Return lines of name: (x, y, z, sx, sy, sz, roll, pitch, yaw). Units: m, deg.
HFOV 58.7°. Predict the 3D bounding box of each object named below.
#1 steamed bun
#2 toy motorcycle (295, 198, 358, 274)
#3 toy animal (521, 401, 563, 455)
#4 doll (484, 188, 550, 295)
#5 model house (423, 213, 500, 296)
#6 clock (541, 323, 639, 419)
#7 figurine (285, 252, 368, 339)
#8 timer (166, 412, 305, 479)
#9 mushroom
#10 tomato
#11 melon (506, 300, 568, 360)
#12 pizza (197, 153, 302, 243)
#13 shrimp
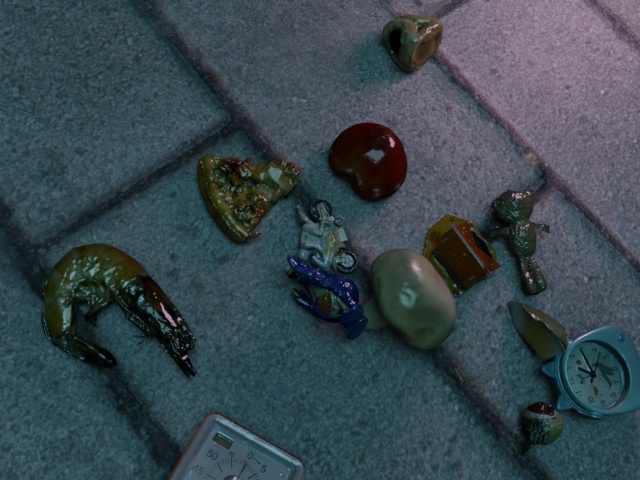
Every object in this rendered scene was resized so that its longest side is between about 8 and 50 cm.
steamed bun: (0.271, -0.629, 1.762, 0.155, 0.141, 0.172, 40, 65, 20)
toy motorcycle: (0.000, 0.000, 1.513, 0.151, 0.074, 0.228, -23, 78, -13)
toy animal: (0.540, 0.467, 1.429, 0.137, 0.098, 0.098, -41, 81, 2)
doll: (0.577, -0.003, 1.610, 0.203, 0.091, 0.286, -35, 81, -9)
model house: (0.390, 0.014, 1.538, 0.207, 0.136, 0.219, -29, 77, -16)
clock: (0.709, 0.352, 1.497, 0.274, 0.094, 0.223, -11, 72, -11)
figurine: (0.016, 0.127, 1.424, 0.121, 0.164, 0.262, -36, 66, -25)
timer: (-0.194, 0.542, 1.240, 0.257, 0.161, 0.250, 29, 61, 2)
mushroom: (0.199, 0.158, 1.419, 0.234, 0.254, 0.260, -33, 71, 19)
tomato: (0.146, -0.240, 1.587, 0.233, 0.139, 0.200, 39, 62, 6)
melon: (0.593, 0.238, 1.533, 0.140, 0.093, 0.202, 1, 37, -37)
pizza: (-0.183, -0.113, 1.523, 0.288, 0.074, 0.251, -2, 73, -9)
shrimp: (-0.478, 0.197, 1.356, 0.445, 0.085, 0.272, 39, 74, 8)
